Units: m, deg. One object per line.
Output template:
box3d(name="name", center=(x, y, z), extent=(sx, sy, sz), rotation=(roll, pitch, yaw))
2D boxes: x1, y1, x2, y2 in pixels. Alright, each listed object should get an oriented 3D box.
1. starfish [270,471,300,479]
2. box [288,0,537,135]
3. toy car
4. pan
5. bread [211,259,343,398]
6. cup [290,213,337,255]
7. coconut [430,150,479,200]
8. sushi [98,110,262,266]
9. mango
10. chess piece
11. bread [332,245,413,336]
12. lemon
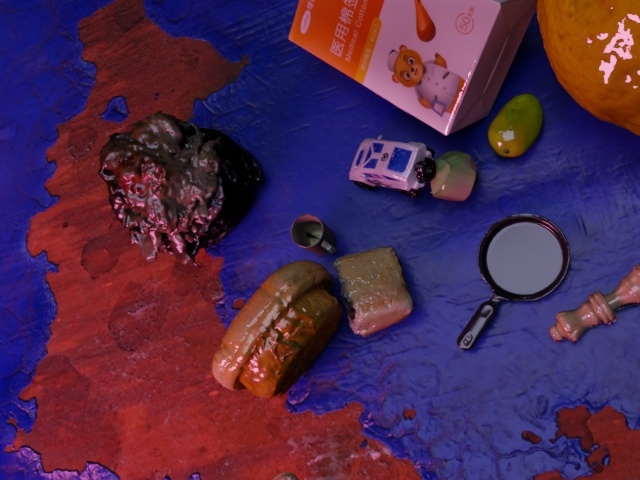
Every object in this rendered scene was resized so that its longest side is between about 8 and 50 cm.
box3d(name="starfish", center=(-0.099, 0.525, 1.203), extent=(0.327, 0.094, 0.375), rotation=(11, 88, 31))
box3d(name="box", center=(0.132, -0.349, 1.247), extent=(0.341, 0.143, 0.225), rotation=(37, 130, 23))
box3d(name="toy car", center=(0.111, -0.119, 1.263), extent=(0.171, 0.070, 0.080), rotation=(16, 82, 51))
box3d(name="pan", center=(0.278, 0.067, 1.213), extent=(0.136, 0.028, 0.235), rotation=(34, 87, 23))
box3d(name="bread", center=(-0.061, 0.137, 1.223), extent=(0.120, 0.198, 0.236), rotation=(37, 89, 15))
box3d(name="cup", center=(0.000, -0.005, 1.296), extent=(0.075, 0.083, 0.054), rotation=(10, 81, 21))
box3d(name="coconut", center=(0.207, -0.101, 1.251), extent=(0.081, 0.083, 0.082), rotation=(2, 61, -19))
box3d(name="sushi", center=(-0.239, -0.095, 1.328), extent=(0.225, 0.219, 0.238), rotation=(-47, 67, 8))
box3d(name="mango", center=(0.304, -0.179, 1.246), extent=(0.073, 0.056, 0.108), rotation=(23, 83, 17))
box3d(name="chess piece", center=(0.407, 0.094, 1.151), extent=(0.172, 0.060, 0.060), rotation=(-33, 69, 12))
box3d(name="bread", center=(0.083, 0.081, 1.247), extent=(0.106, 0.082, 0.125), rotation=(-12, 62, -11))
box3d(name="lemon", center=(0.468, -0.311, 1.072), extent=(0.350, 0.350, 0.387), rotation=(4, 86, 20))
